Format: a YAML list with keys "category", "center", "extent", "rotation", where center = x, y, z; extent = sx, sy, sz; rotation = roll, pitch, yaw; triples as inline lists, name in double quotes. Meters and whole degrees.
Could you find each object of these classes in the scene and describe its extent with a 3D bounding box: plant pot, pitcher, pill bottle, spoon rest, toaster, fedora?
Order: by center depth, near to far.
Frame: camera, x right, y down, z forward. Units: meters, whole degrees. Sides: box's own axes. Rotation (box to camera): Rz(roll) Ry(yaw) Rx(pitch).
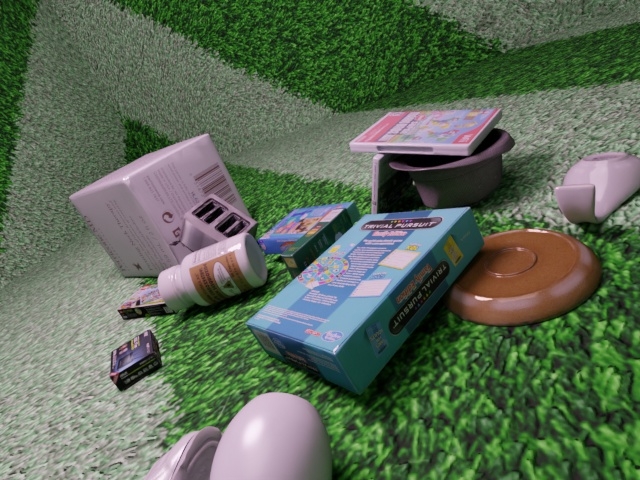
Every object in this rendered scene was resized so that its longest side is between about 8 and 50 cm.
- category: "pitcher"
  center: [-0.074, 0.277, 0.441]
  extent: [0.177, 0.125, 0.207]
  rotation: [-30, 29, 28]
- category: "plant pot"
  center: [0.297, 0.043, 0.673]
  extent: [0.236, 0.033, 0.236]
  rotation: [-21, 22, 9]
- category: "spoon rest"
  center: [0.477, -0.092, 0.751]
  extent: [0.137, 0.084, 0.276]
  rotation: [2, 21, 45]
- category: "fedora"
  center: [0.301, -0.152, 0.971]
  extent: [0.275, 0.125, 0.243]
  rotation: [-29, 24, -25]
- category: "pill bottle"
  center: [-0.251, 0.079, 1.012]
  extent: [0.229, 0.131, 0.131]
  rotation: [-21, 23, 9]
- category: "toaster"
  center: [-0.290, -0.025, 1.215]
  extent: [0.186, 0.168, 0.110]
  rotation: [-50, -10, -47]

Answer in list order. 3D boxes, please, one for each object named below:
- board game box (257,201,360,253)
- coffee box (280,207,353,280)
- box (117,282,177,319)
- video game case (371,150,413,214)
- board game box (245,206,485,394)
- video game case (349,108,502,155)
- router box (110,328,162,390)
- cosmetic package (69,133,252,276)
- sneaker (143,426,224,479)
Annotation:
- category: "board game box"
  center: [-0.029, -0.029, 1.064]
  extent: [0.210, 0.047, 0.160]
  rotation: [-3, 31, 44]
- category: "coffee box"
  center: [0.008, 0.024, 0.899]
  extent: [0.040, 0.113, 0.184]
  rotation: [2, 36, 45]
- category: "box"
  center: [-0.429, 0.154, 1.151]
  extent: [0.206, 0.036, 0.114]
  rotation: [-11, 26, 29]
- category: "video game case"
  center: [0.183, -0.168, 1.072]
  extent: [0.022, 0.173, 0.190]
  rotation: [23, 47, 29]
- category: "board game box"
  center: [0.072, 0.074, 0.723]
  extent: [0.336, 0.079, 0.253]
  rotation: [-41, 22, -28]
- category: "video game case"
  center: [0.236, -0.250, 0.988]
  extent: [0.285, 0.025, 0.204]
  rotation: [11, 40, 37]
- category: "router box"
  center: [-0.386, 0.245, 0.905]
  extent: [0.092, 0.038, 0.122]
  rotation: [-31, 23, -16]
- category: "cosmetic package"
  center: [-0.510, -0.102, 1.411]
  extent: [0.393, 0.330, 0.327]
  rotation: [-5, 30, 41]
- category: "sneaker"
  center: [-0.194, 0.328, 0.498]
  extent: [0.094, 0.090, 0.235]
  rotation: [-24, 15, 36]
